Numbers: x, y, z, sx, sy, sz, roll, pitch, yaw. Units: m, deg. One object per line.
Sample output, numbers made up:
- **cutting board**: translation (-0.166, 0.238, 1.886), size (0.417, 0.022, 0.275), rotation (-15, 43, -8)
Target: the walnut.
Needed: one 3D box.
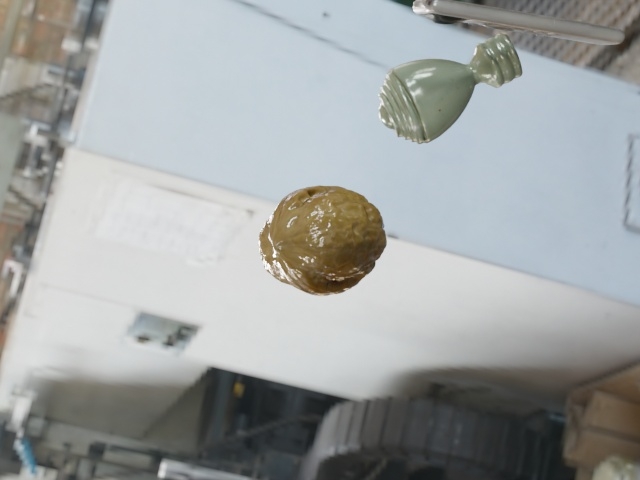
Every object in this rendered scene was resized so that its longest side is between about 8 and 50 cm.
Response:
- **walnut**: translation (0.000, 0.000, 1.818), size (0.155, 0.184, 0.155), rotation (3, 94, 45)

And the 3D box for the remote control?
- **remote control**: translation (0.239, -0.260, 1.594), size (0.067, 0.261, 0.029), rotation (-155, 73, -72)

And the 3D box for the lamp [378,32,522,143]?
- **lamp**: translation (0.162, -0.197, 1.678), size (0.106, 0.193, 0.106), rotation (61, 178, 3)
